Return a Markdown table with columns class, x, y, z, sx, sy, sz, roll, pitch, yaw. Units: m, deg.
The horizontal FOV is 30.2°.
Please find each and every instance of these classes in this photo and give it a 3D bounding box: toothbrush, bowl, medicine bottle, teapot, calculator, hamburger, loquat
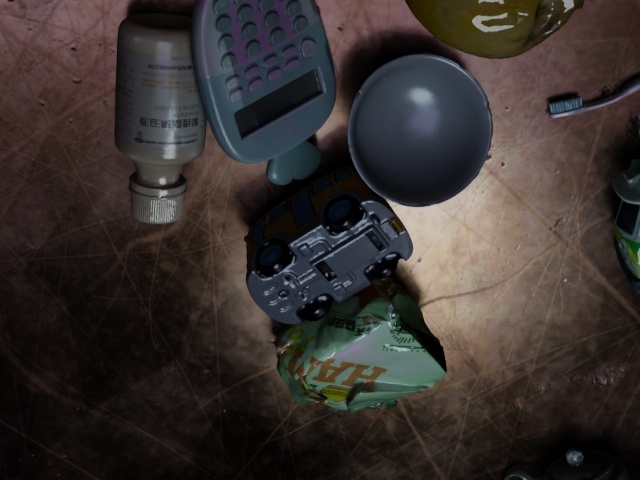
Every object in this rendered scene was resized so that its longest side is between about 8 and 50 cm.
| class | x | y | z | sx | sy | sz | roll | pitch | yaw |
| --- | --- | --- | --- | --- | --- | --- | --- | --- | --- |
| toothbrush | 0.423 | -0.203 | 1.527 | 0.269 | 0.021 | 0.027 | -16 | 119 | 3 |
| bowl | 0.112 | -0.141 | 1.487 | 0.189 | 0.086 | 0.189 | -2 | 99 | -15 |
| medicine bottle | -0.196 | -0.146 | 1.457 | 0.114 | 0.114 | 0.252 | 4 | 114 | -6 |
| teapot | 0.375 | 0.366 | 1.713 | 0.239 | 0.162 | 0.149 | -11 | 108 | 33 |
| calculator | -0.065 | -0.200 | 1.434 | 0.185 | 0.041 | 0.298 | -34 | 127 | -26 |
| hamburger | 0.057 | 0.155 | 1.601 | 0.214 | 0.125 | 0.235 | -28 | 144 | 22 |
| loquat | 0.186 | -0.330 | 1.353 | 0.244 | 0.244 | 0.243 | -2 | 114 | -3 |

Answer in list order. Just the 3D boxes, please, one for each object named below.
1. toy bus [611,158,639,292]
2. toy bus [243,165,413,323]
| class | x | y | z | sx | sy | sz | roll | pitch | yaw |
| --- | --- | --- | --- | --- | --- | --- | --- | --- | --- |
| toy bus | 0.513 | -0.053 | 1.533 | 0.276 | 0.133 | 0.164 | -18 | 115 | 7 |
| toy bus | 0.000 | 0.000 | 1.519 | 0.209 | 0.136 | 0.126 | -32 | 129 | 11 |
